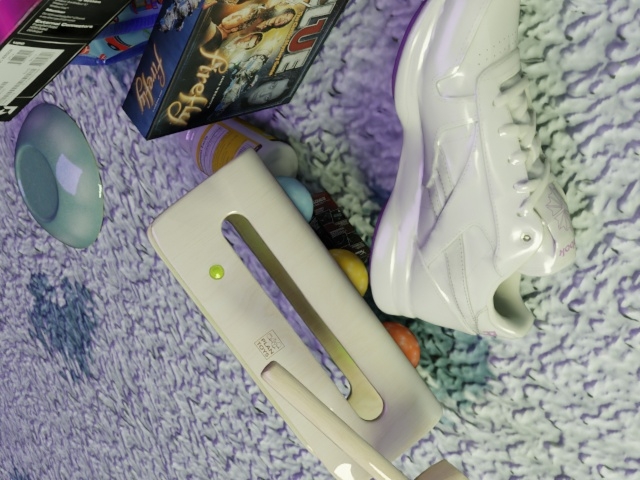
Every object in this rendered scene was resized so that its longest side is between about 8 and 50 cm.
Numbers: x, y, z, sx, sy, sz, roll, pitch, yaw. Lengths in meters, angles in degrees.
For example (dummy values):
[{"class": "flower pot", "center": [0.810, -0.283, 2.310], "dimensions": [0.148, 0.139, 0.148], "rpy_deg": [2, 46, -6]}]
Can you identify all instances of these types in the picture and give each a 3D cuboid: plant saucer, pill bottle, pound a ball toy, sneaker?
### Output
[{"class": "plant saucer", "center": [-0.348, -0.077, 1.227], "dimensions": [0.195, 0.037, 0.194], "rpy_deg": [22, 122, 40]}, {"class": "pill bottle", "center": [-0.082, -0.083, 0.915], "dimensions": [0.116, 0.065, 0.065], "rpy_deg": [33, 128, 35]}, {"class": "pound a ball toy", "center": [0.005, 0.076, 0.779], "dimensions": [0.319, 0.136, 0.208], "rpy_deg": [53, 170, -6]}, {"class": "sneaker", "center": [0.126, -0.063, 0.689], "dimensions": [0.152, 0.114, 0.305], "rpy_deg": [21, 126, 24]}]

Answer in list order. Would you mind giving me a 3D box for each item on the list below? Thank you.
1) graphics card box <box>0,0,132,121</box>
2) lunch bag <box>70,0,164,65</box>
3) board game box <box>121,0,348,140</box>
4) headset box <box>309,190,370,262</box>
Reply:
[{"class": "graphics card box", "center": [-0.235, -0.282, 0.781], "dimensions": [0.371, 0.094, 0.232], "rpy_deg": [-30, 78, 38]}, {"class": "lunch bag", "center": [-0.185, -0.290, 0.870], "dimensions": [0.293, 0.138, 0.220], "rpy_deg": [-2, 96, 45]}, {"class": "board game box", "center": [-0.047, -0.189, 0.756], "dimensions": [0.042, 0.165, 0.243], "rpy_deg": [53, 138, 17]}, {"class": "headset box", "center": [0.000, 0.000, 0.887], "dimensions": [0.083, 0.032, 0.062], "rpy_deg": [55, 137, 16]}]
